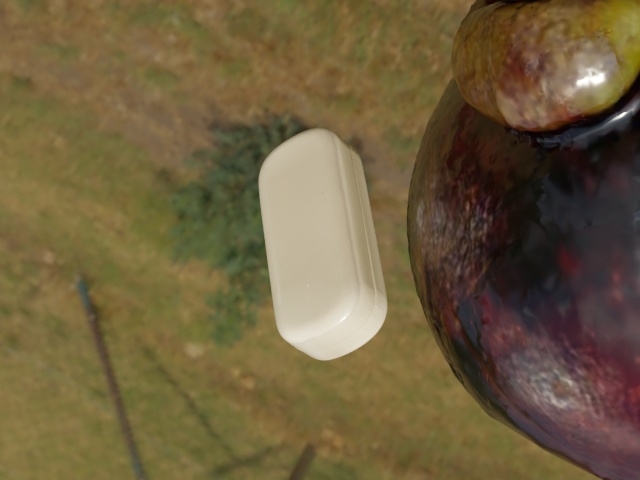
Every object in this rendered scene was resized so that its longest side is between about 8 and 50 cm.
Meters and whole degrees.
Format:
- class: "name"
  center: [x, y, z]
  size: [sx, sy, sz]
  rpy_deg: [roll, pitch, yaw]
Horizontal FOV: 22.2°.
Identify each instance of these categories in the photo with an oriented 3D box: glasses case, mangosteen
- class: "glasses case"
  center: [0.000, 0.000, 1.264]
  size: [0.083, 0.196, 0.050]
  rpy_deg: [-28, 138, 26]
- class: "mangosteen"
  center: [0.181, -0.030, 0.745]
  size: [0.297, 0.297, 0.293]
  rpy_deg: [6, 101, 35]
